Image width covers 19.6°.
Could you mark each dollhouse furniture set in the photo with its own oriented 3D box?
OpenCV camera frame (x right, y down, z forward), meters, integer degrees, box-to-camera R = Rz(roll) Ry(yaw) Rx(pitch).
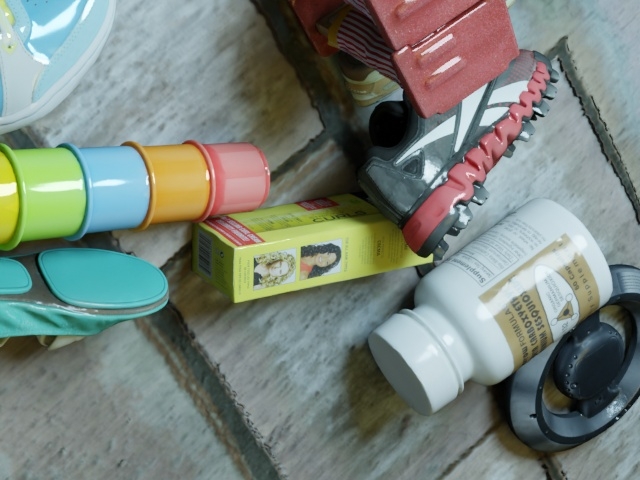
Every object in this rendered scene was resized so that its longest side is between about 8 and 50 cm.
[{"bbox_3d":[0.156,-0.289,1.632,0.374,0.201,0.152,-36,126,-15],"label":"dollhouse furniture set"}]

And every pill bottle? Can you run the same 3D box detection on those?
[{"bbox_3d":[0.167,0.070,1.850,0.229,0.131,0.131,-35,126,-16],"label":"pill bottle"}]

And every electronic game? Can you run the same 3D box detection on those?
[{"bbox_3d":[0.290,0.130,2.013,0.229,0.048,0.229,-21,129,-29],"label":"electronic game"}]

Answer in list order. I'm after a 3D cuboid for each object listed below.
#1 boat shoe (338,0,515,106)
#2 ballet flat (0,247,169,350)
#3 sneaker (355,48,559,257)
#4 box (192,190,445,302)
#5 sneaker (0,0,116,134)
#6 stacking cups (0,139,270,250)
[{"bbox_3d":[0.104,-0.189,1.739,0.190,0.068,0.072,-28,137,-8],"label":"boat shoe"},{"bbox_3d":[-0.254,0.054,1.606,0.247,0.083,0.087,2,134,-34],"label":"ballet flat"},{"bbox_3d":[0.125,-0.110,1.741,0.276,0.135,0.098,-51,177,-37],"label":"sneaker"},{"bbox_3d":[0.000,0.000,1.736,0.232,0.087,0.058,-11,115,-28],"label":"box"},{"bbox_3d":[-0.291,-0.154,1.388,0.319,0.127,0.208,-34,165,-17],"label":"sneaker"},{"bbox_3d":[-0.192,-0.051,1.590,0.316,0.096,0.096,-9,116,-35],"label":"stacking cups"}]
